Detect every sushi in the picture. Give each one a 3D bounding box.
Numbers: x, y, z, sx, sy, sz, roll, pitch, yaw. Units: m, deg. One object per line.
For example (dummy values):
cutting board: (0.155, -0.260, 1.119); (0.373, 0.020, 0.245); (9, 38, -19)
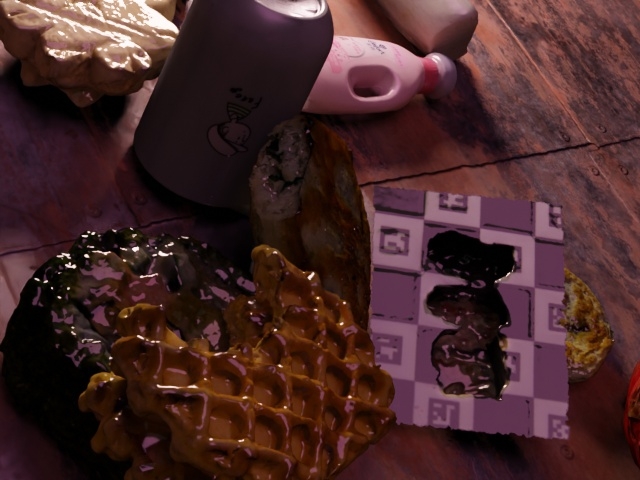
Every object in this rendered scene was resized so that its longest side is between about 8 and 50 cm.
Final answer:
sushi: (0.209, 0.117, 1.678); (0.296, 0.100, 0.373); (6, 64, -7)
sushi: (-0.185, 0.142, 1.359); (0.352, 0.178, 0.294); (39, 44, 0)

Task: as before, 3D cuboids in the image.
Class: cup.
cup: (-0.118, -0.223, 1.577); (0.205, 0.312, 0.205); (18, 38, -15)

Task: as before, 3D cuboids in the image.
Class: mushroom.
mushroom: (0.123, -0.495, 2.072); (0.126, 0.177, 0.397); (-39, 80, -4)

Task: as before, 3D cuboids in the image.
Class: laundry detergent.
laundry detergent: (0.085, -0.279, 1.915); (0.335, 0.088, 0.159); (-4, 59, -34)

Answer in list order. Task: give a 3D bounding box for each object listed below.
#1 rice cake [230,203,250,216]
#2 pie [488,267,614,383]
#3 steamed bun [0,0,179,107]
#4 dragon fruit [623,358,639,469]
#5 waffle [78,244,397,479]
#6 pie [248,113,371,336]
rice cake: (-0.136, -0.060, 1.656); (0.121, 0.022, 0.022); (24, 37, -15)
pie: (0.361, 0.121, 1.789); (0.240, 0.054, 0.241); (17, 48, -21)
steamed bun: (-0.341, -0.309, 1.654); (0.295, 0.137, 0.292); (44, 47, 15)
dragon fruit: (0.589, 0.253, 1.664); (0.295, 0.296, 0.301); (43, 42, 6)
waffle: (-0.075, 0.156, 1.192); (0.261, 0.151, 0.324); (50, 42, 13)
pie: (0.000, 0.000, 1.531); (0.288, 0.102, 0.355); (62, 25, -45)
